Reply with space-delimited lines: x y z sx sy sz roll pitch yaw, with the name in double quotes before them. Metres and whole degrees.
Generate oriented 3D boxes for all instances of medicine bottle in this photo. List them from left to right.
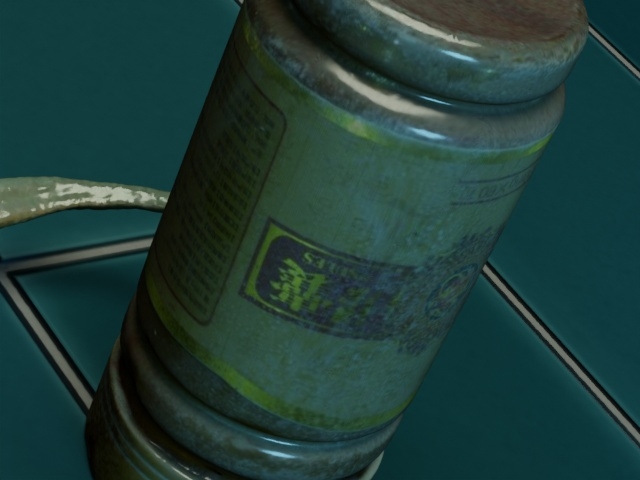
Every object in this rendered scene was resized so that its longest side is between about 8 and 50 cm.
"medicine bottle" 0.000 0.000 0.831 0.151 0.322 0.151 16 36 -12

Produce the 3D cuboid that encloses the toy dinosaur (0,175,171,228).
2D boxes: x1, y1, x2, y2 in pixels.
"toy dinosaur" -0.236 -0.033 0.931 0.393 0.092 0.205 17 36 -15
